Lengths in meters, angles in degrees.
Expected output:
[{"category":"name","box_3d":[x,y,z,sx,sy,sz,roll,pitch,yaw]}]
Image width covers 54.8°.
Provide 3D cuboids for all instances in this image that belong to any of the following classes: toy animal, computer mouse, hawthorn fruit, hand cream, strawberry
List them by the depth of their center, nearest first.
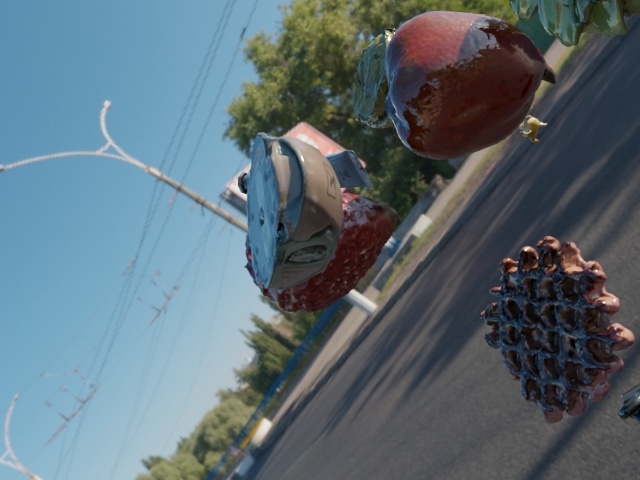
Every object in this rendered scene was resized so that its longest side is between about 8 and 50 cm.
[{"category":"computer mouse","box_3d":[-0.041,-0.024,0.885,0.389,0.115,0.199,127,140,-70]},{"category":"hand cream","box_3d":[-0.036,-0.118,1.145,0.271,0.091,0.058,-4,47,33]},{"category":"hawthorn fruit","box_3d":[0.264,-0.302,1.194,0.311,0.295,0.295,-12,31,46]},{"category":"strawberry","box_3d":[-0.013,-0.001,1.346,0.310,0.292,0.292,-59,-5,15]},{"category":"toy animal","box_3d":[0.518,-0.269,1.507,0.060,0.081,0.083,-24,14,5]}]

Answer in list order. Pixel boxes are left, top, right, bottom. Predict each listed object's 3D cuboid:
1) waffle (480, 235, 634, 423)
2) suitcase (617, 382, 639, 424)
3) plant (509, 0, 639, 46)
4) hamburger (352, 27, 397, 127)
[{"category":"waffle","box_3d":[0.306,0.113,0.819,0.055,0.221,0.234,-6,-44,-24]},{"category":"suitcase","box_3d":[0.596,0.333,0.854,0.188,0.345,0.339,-38,-33,12]},{"category":"plant","box_3d":[0.192,-0.293,0.441,0.306,0.297,0.261,70,-158,-47]},{"category":"hamburger","box_3d":[0.190,-0.439,1.689,0.285,0.134,0.265,-129,44,-70]}]
